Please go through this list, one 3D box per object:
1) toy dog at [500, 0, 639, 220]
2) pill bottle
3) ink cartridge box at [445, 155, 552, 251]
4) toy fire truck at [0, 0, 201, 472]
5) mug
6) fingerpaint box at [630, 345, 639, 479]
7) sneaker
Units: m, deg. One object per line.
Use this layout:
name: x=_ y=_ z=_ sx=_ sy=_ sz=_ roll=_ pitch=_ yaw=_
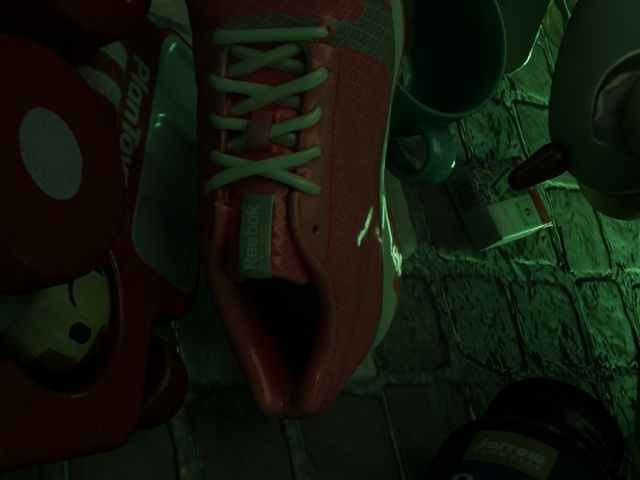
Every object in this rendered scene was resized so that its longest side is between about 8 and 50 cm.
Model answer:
toy dog: x=0.191 y=-0.157 z=0.926 sx=0.161 sy=0.220 sz=0.334 roll=-14 pitch=50 yaw=-9
pill bottle: x=0.107 y=0.183 z=0.689 sx=0.123 sy=0.123 sz=0.219 roll=51 pitch=42 yaw=-9
ink cartridge box: x=0.154 y=-0.034 z=0.925 sx=0.115 sy=0.029 sz=0.063 roll=-15 pitch=78 yaw=-47
toy fire truck: x=-0.135 y=-0.026 z=0.561 sx=0.254 sy=0.169 sz=0.302 roll=43 pitch=39 yaw=-47
mug: x=0.050 y=-0.127 z=0.821 sx=0.129 sy=0.097 sz=0.158 roll=38 pitch=61 yaw=-25
fingerpaint box: x=0.386 y=0.086 z=0.864 sx=0.445 sy=0.163 sz=0.371 roll=-27 pitch=122 yaw=-48
sneaker: x=-0.012 y=-0.043 z=0.601 sx=0.136 sy=0.116 sz=0.314 roll=-65 pitch=150 yaw=-59
